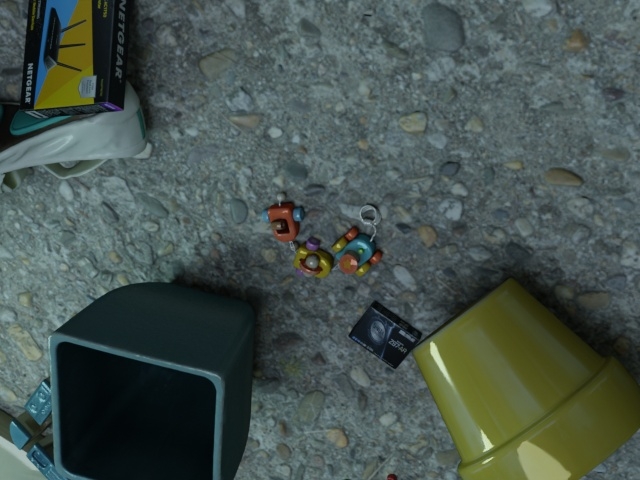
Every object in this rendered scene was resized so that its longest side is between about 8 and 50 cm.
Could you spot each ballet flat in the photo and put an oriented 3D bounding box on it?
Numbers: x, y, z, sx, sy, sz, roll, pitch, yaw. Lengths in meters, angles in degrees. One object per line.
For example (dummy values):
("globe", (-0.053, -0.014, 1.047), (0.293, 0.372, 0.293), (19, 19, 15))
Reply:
("ballet flat", (-0.415, -0.128, 1.702), (0.400, 0.139, 0.139), (-9, 114, 23))

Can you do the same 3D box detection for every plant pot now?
("plant pot", (0.251, 0.188, 1.565), (0.254, 0.254, 0.239), (-39, 84, 32))
("plant pot", (-0.207, 0.189, 1.716), (0.247, 0.252, 0.247), (12, 122, 13))

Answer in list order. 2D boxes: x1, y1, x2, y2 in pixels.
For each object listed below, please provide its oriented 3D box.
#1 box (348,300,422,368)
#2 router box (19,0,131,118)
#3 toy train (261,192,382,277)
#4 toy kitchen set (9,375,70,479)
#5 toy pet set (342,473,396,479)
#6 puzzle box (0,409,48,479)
("box", (0.090, 0.133, 1.714), (0.083, 0.018, 0.067), (36, 124, -1))
("router box", (-0.314, -0.252, 1.577), (0.133, 0.046, 0.179), (-3, 78, 21))
("toy train", (0.000, 0.000, 1.657), (0.166, 0.046, 0.125), (2, 119, 20))
("toy kitchen set", (-0.395, 0.334, 1.919), (0.207, 0.122, 0.166), (45, 128, 4))
("toy pet set", (0.069, 0.424, 1.857), (0.122, 0.065, 0.114), (-13, 112, 26))
("puzzle box", (-0.611, 0.444, 2.127), (0.272, 0.052, 0.409), (32, 124, 0))
